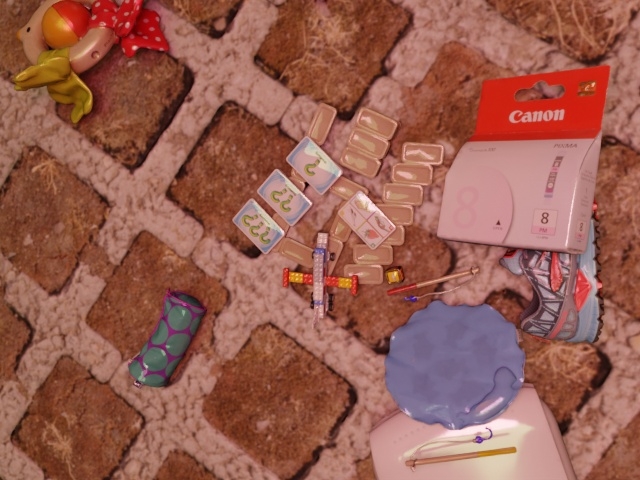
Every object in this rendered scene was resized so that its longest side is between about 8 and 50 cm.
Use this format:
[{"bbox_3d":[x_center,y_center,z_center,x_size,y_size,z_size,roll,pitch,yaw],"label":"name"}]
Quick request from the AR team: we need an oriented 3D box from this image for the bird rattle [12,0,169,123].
[{"bbox_3d":[-0.371,-0.322,0.978,0.253,0.143,0.207,-48,64,6],"label":"bird rattle"}]

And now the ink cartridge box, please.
[{"bbox_3d":[0.253,-0.106,0.815,0.189,0.066,0.232,7,92,48],"label":"ink cartridge box"}]

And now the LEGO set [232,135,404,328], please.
[{"bbox_3d":[0.000,0.000,0.909,0.244,0.060,0.182,47,110,5],"label":"LEGO set"}]

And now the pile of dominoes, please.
[{"bbox_3d":[0.048,-0.064,0.936,0.196,0.040,0.251,26,104,11],"label":"pile of dominoes"}]

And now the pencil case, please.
[{"bbox_3d":[-0.236,0.151,0.974,0.070,0.064,0.151,28,96,-14],"label":"pencil case"}]

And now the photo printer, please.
[{"bbox_3d":[0.216,0.350,0.851,0.256,0.107,0.307,-18,86,12],"label":"photo printer"}]

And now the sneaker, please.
[{"bbox_3d":[0.297,0.007,0.835,0.125,0.104,0.261,-4,89,15],"label":"sneaker"}]

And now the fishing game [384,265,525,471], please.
[{"bbox_3d":[0.178,0.162,0.844,0.189,0.041,0.264,-17,52,14],"label":"fishing game"}]
